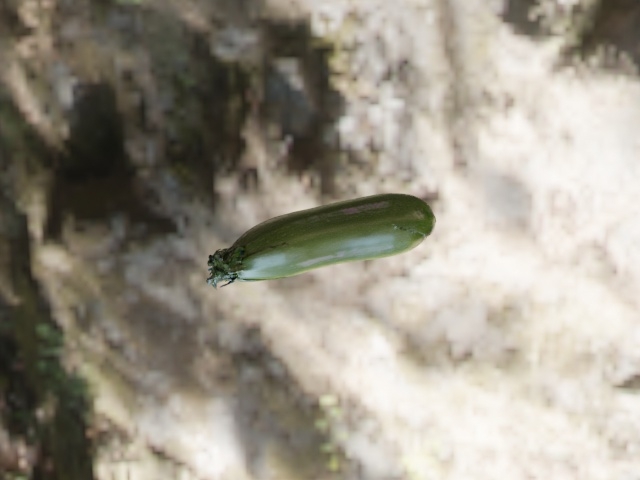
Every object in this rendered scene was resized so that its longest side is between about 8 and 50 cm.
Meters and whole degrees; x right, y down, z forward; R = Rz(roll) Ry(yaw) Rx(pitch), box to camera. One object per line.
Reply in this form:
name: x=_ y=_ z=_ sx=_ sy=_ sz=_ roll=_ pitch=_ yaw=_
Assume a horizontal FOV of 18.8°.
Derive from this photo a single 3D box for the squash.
squash: x=0.000 y=0.000 z=1.439 sx=0.183 sy=0.052 sz=0.052 roll=-14 pitch=-153 yaw=-17
